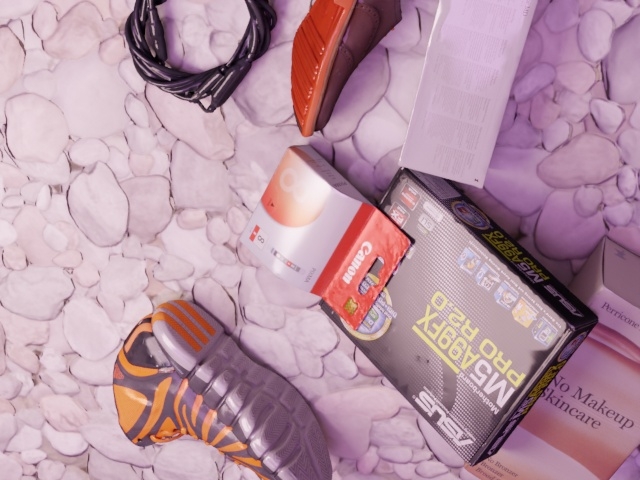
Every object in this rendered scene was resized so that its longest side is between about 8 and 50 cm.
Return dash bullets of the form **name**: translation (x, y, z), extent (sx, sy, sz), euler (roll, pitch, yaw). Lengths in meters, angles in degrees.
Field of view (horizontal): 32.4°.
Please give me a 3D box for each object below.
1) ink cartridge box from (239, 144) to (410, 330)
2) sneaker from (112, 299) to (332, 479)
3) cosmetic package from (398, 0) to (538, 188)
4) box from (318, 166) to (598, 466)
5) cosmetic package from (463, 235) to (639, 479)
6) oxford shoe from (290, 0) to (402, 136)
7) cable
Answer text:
- **ink cartridge box**: translation (0.000, 0.000, 1.268), extent (0.179, 0.045, 0.145), euler (46, 123, 25)
- **sneaker**: translation (-0.137, 0.235, 1.433), extent (0.321, 0.124, 0.180), euler (48, 122, 1)
- **cosmetic package**: translation (0.159, -0.182, 1.166), extent (0.098, 0.060, 0.239), euler (18, 119, 8)
- **box**: translation (0.144, 0.080, 1.230), extent (0.270, 0.060, 0.216), euler (46, 123, 25)
- **cosmetic package**: translation (0.305, 0.165, 1.263), extent (0.153, 0.129, 0.296), euler (29, 119, 1)
- **oxford shoe**: translation (0.035, -0.216, 1.164), extent (0.098, 0.097, 0.271), euler (0, 138, -22)
- **cable**: translation (-0.133, -0.241, 1.228), extent (0.150, 0.047, 0.184), euler (39, 122, -1)
